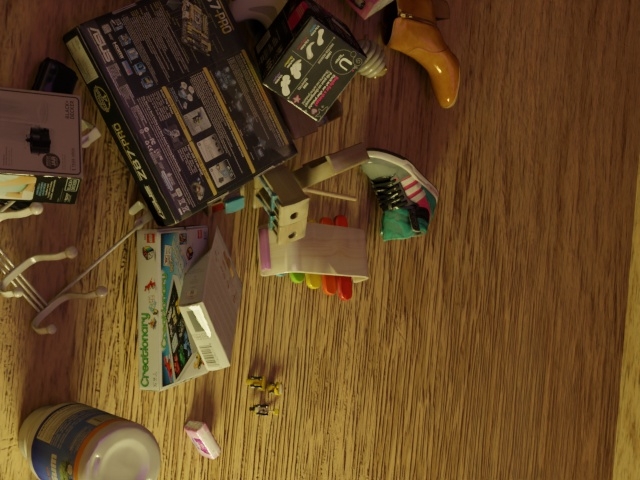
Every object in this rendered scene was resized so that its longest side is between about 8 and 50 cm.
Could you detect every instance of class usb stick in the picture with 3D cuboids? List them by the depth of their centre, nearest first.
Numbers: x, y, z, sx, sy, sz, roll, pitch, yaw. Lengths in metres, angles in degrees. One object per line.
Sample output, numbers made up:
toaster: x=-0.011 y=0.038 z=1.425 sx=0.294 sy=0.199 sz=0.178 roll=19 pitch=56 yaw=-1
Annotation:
usb stick: x=-0.503 y=-0.188 z=1.579 sx=0.077 sy=0.045 sz=0.278 roll=30 pitch=71 yaw=-49

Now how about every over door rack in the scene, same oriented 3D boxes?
over door rack: x=-0.438 y=-0.021 z=1.575 sx=0.324 sy=0.108 sz=0.239 roll=-53 pitch=139 yaw=-27

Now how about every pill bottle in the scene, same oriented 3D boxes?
pill bottle: x=-0.410 y=0.364 z=1.540 sx=0.152 sy=0.272 sz=0.152 roll=-2 pitch=93 yaw=-44

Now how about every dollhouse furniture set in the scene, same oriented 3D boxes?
dollhouse furniture set: x=-0.138 y=-0.061 z=1.850 sx=0.183 sy=0.129 sz=0.129 roll=-20 pitch=145 yaw=-22
dollhouse furniture set: x=-0.025 y=-0.247 z=1.912 sx=0.212 sy=0.161 sz=0.242 roll=-26 pitch=94 yaw=-39

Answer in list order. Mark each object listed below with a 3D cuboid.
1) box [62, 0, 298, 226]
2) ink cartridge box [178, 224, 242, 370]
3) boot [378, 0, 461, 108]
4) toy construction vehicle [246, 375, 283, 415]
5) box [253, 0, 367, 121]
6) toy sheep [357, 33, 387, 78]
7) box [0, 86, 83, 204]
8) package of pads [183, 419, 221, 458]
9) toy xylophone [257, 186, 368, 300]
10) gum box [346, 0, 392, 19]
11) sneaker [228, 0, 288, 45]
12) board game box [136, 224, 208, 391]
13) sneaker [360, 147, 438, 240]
box: x=-0.256 y=-0.271 z=1.702 sx=0.318 sy=0.097 sz=0.395 roll=-34 pitch=105 yaw=-31
ink cartridge box: x=-0.218 y=0.114 z=1.801 sx=0.232 sy=0.066 sz=0.189 roll=-93 pitch=169 yaw=-50
boot: x=0.242 y=-0.478 z=2.242 sx=0.211 sy=0.104 sz=0.295 roll=-7 pitch=92 yaw=-38
toy construction vehicle: x=-0.128 y=0.345 z=1.977 sx=0.098 sy=0.035 sz=0.086 roll=14 pitch=72 yaw=-46
box: x=-0.025 y=-0.367 z=1.757 sx=0.142 sy=0.247 sz=0.163 roll=32 pitch=108 yaw=-22
toy sheep: x=0.109 y=-0.437 z=2.121 sx=0.132 sy=0.091 sz=0.091 roll=35 pitch=68 yaw=-24
box: x=-0.532 y=-0.157 z=1.418 sx=0.289 sy=0.087 sz=0.169 roll=2 pitch=61 yaw=-24
package of pads: x=-0.244 y=0.412 z=1.853 sx=0.032 sy=0.050 sz=0.083 roll=-43 pitch=119 yaw=-33
toy xylophone: x=0.000 y=0.000 z=2.037 sx=0.322 sy=0.081 sz=0.236 roll=17 pitch=68 yaw=-41
gum box: x=0.128 y=-0.609 z=2.109 sx=0.107 sy=0.062 sz=0.188 roll=46 pitch=56 yaw=5
sneaker: x=-0.078 y=-0.465 z=1.934 sx=0.330 sy=0.122 sz=0.146 roll=19 pitch=97 yaw=-43
board game box: x=-0.285 y=0.125 z=1.748 sx=0.193 sy=0.053 sz=0.305 roll=-8 pitch=98 yaw=-68
sneaker: x=0.178 y=-0.091 z=2.184 sx=0.295 sy=0.123 sz=0.178 roll=32 pitch=61 yaw=-41
